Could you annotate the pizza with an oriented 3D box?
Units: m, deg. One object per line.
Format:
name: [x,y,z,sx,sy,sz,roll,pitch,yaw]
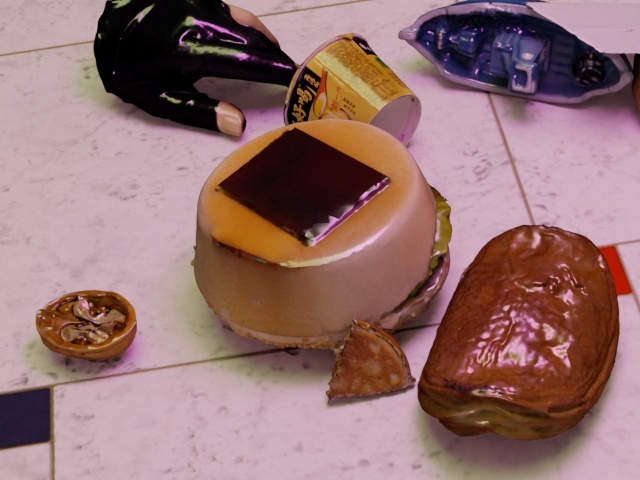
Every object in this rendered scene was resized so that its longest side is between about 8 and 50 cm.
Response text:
pizza: [0.047,0.121,1.757,0.100,0.099,0.029,-13,29,-6]

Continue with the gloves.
gloves: [-0.150,-0.234,2.159,0.301,0.152,0.197,12,71,0]

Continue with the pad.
pad: [0.387,-0.269,2.076,0.232,0.004,0.156,-5,34,-36]

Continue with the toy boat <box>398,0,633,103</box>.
toy boat: [0.249,-0.240,2.101,0.309,0.129,0.142,13,32,18]

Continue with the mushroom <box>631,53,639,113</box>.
mushroom: [0.438,-0.197,2.066,0.094,0.072,0.210,12,42,0]

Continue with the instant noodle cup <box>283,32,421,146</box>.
instant noodle cup: [0.046,-0.166,2.050,0.151,0.151,0.122,-36,61,-28]

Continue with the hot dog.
hot dog: [0.207,0.110,1.731,0.196,0.122,0.272,8,48,19]

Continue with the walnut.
walnut: [-0.260,0.104,1.852,0.121,0.052,0.091,6,45,17]

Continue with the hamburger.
hamburger: [0.000,0.000,1.846,0.302,0.170,0.302,-7,42,7]
